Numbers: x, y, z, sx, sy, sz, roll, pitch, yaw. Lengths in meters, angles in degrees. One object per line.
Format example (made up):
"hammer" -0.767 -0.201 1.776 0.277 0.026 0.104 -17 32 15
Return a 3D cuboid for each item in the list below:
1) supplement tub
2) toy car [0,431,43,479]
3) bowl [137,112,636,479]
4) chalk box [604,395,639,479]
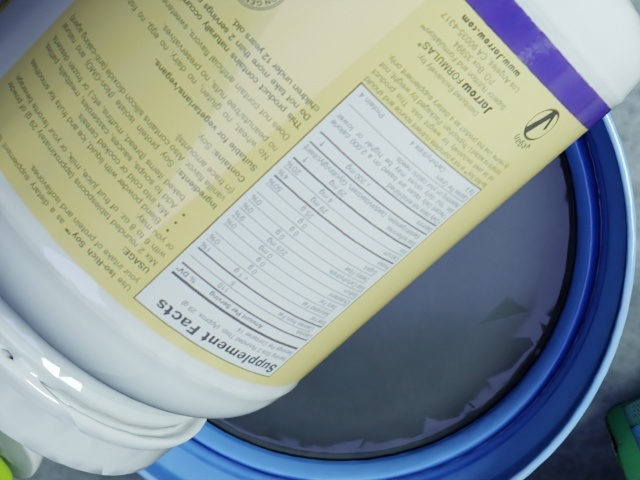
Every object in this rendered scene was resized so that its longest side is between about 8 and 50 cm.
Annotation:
"supplement tub" -0.036 -0.064 0.566 0.331 0.241 0.241 -42 98 15
"toy car" -0.298 0.151 0.796 0.182 0.159 0.136 47 138 -9
"bowl" 0.000 0.000 0.739 0.391 0.077 0.391 2 102 8
"chalk box" 0.302 0.173 0.725 0.180 0.179 0.289 -24 101 11
